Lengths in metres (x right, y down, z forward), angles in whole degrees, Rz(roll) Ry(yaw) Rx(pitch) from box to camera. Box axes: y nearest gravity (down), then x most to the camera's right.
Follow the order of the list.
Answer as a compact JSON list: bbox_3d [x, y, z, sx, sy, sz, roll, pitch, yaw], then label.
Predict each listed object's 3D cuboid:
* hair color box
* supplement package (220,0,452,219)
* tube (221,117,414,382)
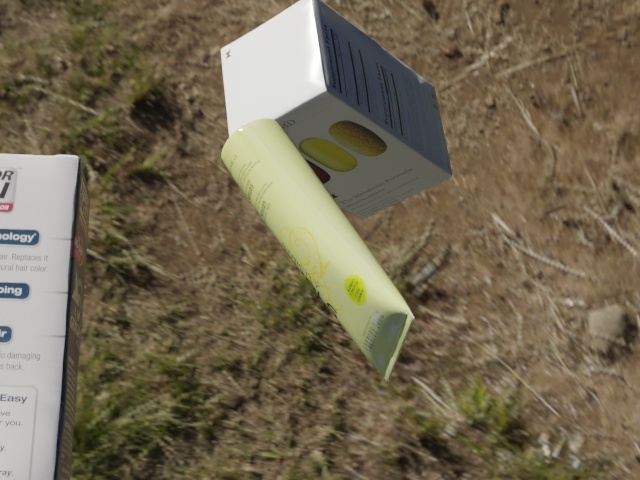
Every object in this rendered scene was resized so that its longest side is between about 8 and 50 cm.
[{"bbox_3d":[-0.284,0.106,0.937,0.174,0.105,0.347,3,74,-5],"label":"hair color box"},{"bbox_3d":[0.020,-0.143,1.322,0.139,0.244,0.133,-26,56,30],"label":"supplement package"},{"bbox_3d":[0.000,0.000,0.957,0.062,0.070,0.240,-41,63,10],"label":"tube"}]
